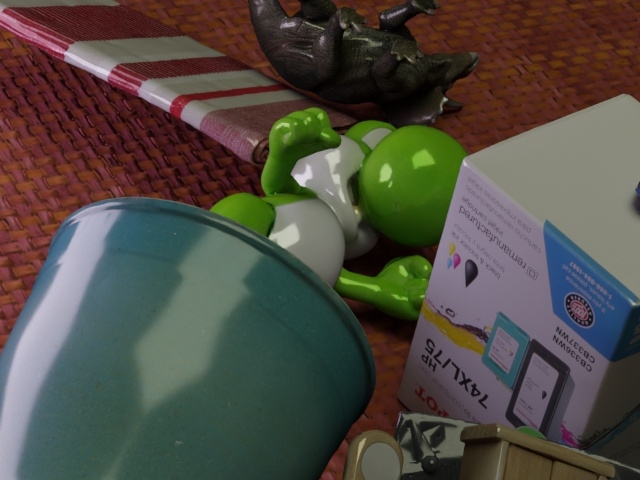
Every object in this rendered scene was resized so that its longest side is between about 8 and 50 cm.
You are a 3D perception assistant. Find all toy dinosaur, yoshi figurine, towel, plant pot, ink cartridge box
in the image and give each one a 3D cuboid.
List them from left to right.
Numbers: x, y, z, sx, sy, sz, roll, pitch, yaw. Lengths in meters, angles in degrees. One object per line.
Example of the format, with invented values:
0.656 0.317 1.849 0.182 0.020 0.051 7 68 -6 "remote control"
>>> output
-0.131 0.153 1.438 0.272 0.271 0.255 21 54 9 "plant pot"
-0.147 -0.160 1.906 0.329 0.037 0.237 28 16 18 "towel"
0.020 -0.185 1.951 0.314 0.160 0.121 11 55 -13 "toy dinosaur"
0.019 -0.011 1.729 0.203 0.203 0.362 32 39 10 "yoshi figurine"
0.219 0.063 1.623 0.197 0.270 0.198 -22 50 -34 "ink cartridge box"

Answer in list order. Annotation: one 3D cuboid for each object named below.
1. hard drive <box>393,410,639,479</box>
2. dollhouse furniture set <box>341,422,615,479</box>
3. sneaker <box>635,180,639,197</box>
0.162 0.240 1.505 0.255 0.054 0.172 16 72 2 "hard drive"
0.216 0.202 1.293 0.303 0.355 0.173 21 70 -29 "dollhouse furniture set"
0.301 -0.060 1.531 0.135 0.058 0.052 -16 48 -29 "sneaker"
